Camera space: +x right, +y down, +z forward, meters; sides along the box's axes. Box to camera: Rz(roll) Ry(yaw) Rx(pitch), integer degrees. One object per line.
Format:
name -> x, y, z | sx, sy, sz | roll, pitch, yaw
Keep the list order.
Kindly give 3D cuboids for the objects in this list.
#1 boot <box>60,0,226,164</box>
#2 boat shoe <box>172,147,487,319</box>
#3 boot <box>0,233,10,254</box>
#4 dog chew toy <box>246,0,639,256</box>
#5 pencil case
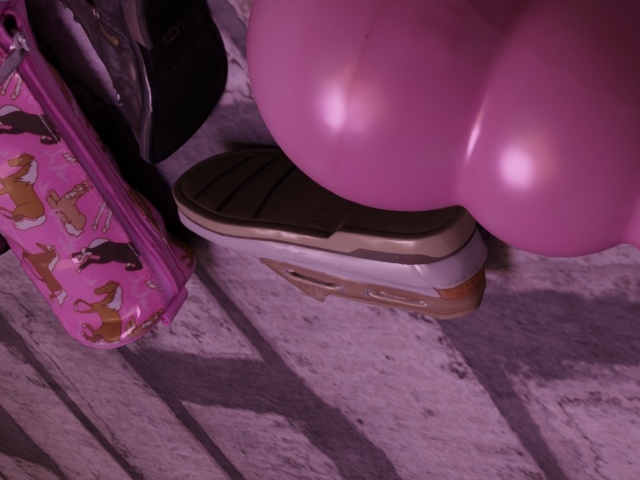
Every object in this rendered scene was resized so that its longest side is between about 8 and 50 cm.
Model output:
boot -> -0.192, -0.205, 1.169 | 0.229, 0.091, 0.263 | 35, 149, 23
boat shoe -> 0.000, 0.000, 1.173 | 0.302, 0.113, 0.103 | 15, 137, 40
boot -> -0.432, -0.106, 1.529 | 0.377, 0.138, 0.284 | -113, 0, -82
dog chew toy -> 0.128, -0.085, 0.803 | 0.332, 0.206, 0.206 | 25, 150, 14
pencil case -> -0.268, -0.071, 1.372 | 0.386, 0.160, 0.167 | 60, 179, -33
